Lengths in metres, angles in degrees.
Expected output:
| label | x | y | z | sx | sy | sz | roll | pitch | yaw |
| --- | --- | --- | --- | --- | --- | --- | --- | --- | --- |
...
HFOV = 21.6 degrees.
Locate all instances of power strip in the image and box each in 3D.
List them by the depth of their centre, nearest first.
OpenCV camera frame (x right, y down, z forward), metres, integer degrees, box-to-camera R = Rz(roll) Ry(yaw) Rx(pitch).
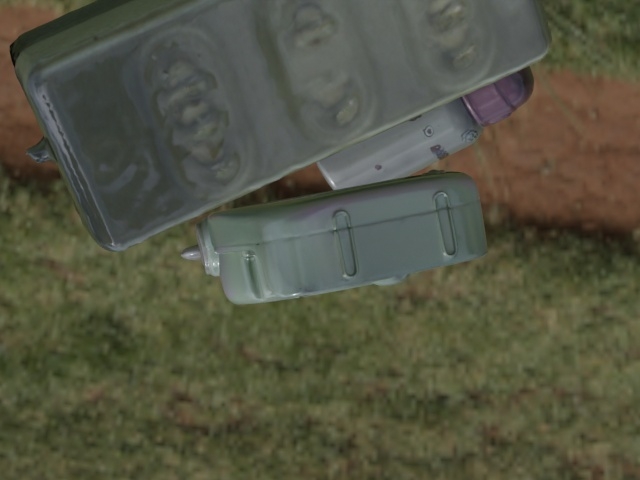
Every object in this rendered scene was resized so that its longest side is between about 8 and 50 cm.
| label | x | y | z | sx | sy | sz | roll | pitch | yaw |
| --- | --- | --- | --- | --- | --- | --- | --- | --- | --- |
| power strip | -0.020 | -0.089 | 0.798 | 0.256 | 0.070 | 0.105 | -25 | 116 | -8 |

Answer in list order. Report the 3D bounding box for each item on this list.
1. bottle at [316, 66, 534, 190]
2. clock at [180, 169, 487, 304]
| label | x | y | z | sx | sy | sz | roll | pitch | yaw |
| --- | --- | --- | --- | --- | --- | --- | --- | --- | --- |
| bottle | 0.106 | -0.135 | 1.727 | 0.233 | 0.110 | 0.110 | -27 | 130 | 15 |
| clock | 0.000 | 0.000 | 1.051 | 0.151 | 0.062 | 0.191 | -12 | -178 | -28 |
